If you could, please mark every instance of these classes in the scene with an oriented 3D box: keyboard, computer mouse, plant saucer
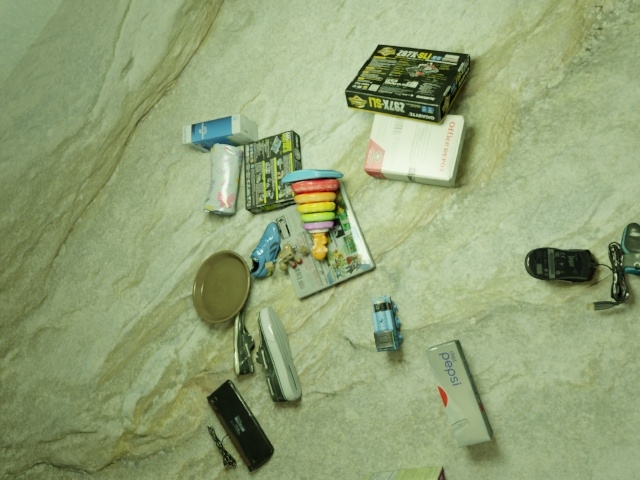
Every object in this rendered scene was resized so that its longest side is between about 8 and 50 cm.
[{"bbox_3d":[-0.317,0.691,1.650,0.202,0.033,0.317,-41,70,7],"label":"keyboard"},{"bbox_3d":[0.713,0.106,1.267,0.262,0.060,0.183,-5,78,11],"label":"computer mouse"},{"bbox_3d":[-0.367,0.174,1.698,0.278,0.041,0.277,-10,70,27],"label":"plant saucer"}]

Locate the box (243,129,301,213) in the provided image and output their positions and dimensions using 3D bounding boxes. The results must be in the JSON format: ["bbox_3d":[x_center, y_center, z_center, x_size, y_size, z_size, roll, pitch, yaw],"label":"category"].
[{"bbox_3d":[-0.176,-0.250,1.664,0.217,0.060,0.269,-11,74,22],"label":"box"}]

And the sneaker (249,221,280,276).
[{"bbox_3d":[-0.204,0.034,1.630,0.069,0.082,0.209,23,102,45],"label":"sneaker"}]

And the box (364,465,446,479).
[{"bbox_3d":[0.265,0.810,1.342,0.243,0.117,0.213,-17,78,21],"label":"box"}]

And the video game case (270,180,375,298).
[{"bbox_3d":[0.000,0.000,1.592,0.300,0.036,0.328,-25,74,19],"label":"video game case"}]

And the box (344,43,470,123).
[{"bbox_3d":[0.275,-0.506,1.442,0.322,0.079,0.257,19,61,26],"label":"box"}]

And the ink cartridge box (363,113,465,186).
[{"bbox_3d":[0.304,-0.293,1.450,0.283,0.117,0.207,12,88,24],"label":"ink cartridge box"}]

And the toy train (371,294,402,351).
[{"bbox_3d":[0.207,0.264,1.435,0.080,0.105,0.184,-12,80,21],"label":"toy train"}]

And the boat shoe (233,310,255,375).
[{"bbox_3d":[-0.281,0.372,1.658,0.079,0.084,0.232,-1,73,-15],"label":"boat shoe"}]

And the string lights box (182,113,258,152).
[{"bbox_3d":[-0.386,-0.409,1.747,0.260,0.133,0.076,-5,83,22],"label":"string lights box"}]

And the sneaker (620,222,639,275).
[{"bbox_3d":[0.956,0.009,1.138,0.341,0.125,0.139,-2,74,19],"label":"sneaker"}]

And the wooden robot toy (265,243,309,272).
[{"bbox_3d":[-0.116,0.050,1.593,0.173,0.076,0.079,-34,37,16],"label":"wooden robot toy"}]

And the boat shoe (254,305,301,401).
[{"bbox_3d":[-0.173,0.401,1.571,0.119,0.121,0.334,-20,79,15],"label":"boat shoe"}]

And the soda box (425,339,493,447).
[{"bbox_3d":[0.408,0.446,1.336,0.098,0.091,0.286,-22,76,20],"label":"soda box"}]

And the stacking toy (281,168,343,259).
[{"bbox_3d":[-0.010,-0.084,1.518,0.175,0.166,0.301,-4,93,38],"label":"stacking toy"}]

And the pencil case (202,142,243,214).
[{"bbox_3d":[-0.371,-0.229,1.731,0.124,0.113,0.272,8,86,1],"label":"pencil case"}]
